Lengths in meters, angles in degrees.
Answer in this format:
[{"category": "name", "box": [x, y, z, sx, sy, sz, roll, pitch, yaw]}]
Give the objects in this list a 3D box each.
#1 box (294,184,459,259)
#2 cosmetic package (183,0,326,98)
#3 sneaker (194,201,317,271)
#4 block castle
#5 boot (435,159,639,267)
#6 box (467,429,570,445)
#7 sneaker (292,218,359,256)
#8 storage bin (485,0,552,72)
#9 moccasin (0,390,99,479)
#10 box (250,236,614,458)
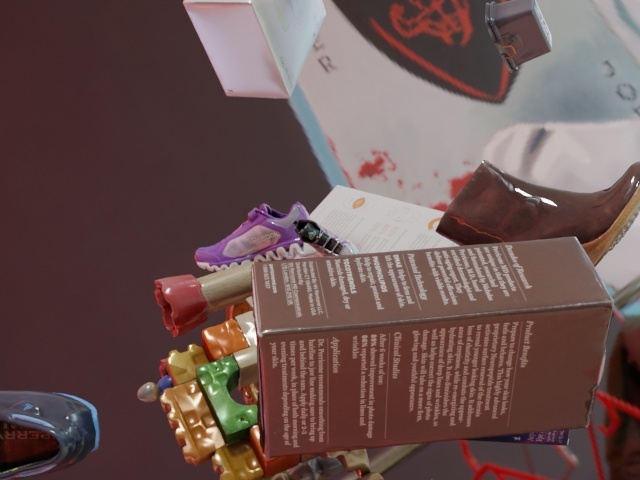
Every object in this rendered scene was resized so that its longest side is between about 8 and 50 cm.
[{"category": "box", "box": [0.133, 0.041, 2.123, 0.215, 0.345, 0.168, -48, -42, -32]}, {"category": "cosmetic package", "box": [-0.107, -0.407, 1.772, 0.224, 0.138, 0.224, 66, -142, -50]}, {"category": "sneaker", "box": [-0.114, -0.010, 1.795, 0.236, 0.104, 0.095, -13, 11, 11]}, {"category": "block castle", "box": [-0.103, 0.278, 1.400, 0.213, 0.453, 0.303, -18, -35, -20]}, {"category": "boot", "box": [0.297, -0.048, 1.327, 0.248, 0.207, 0.090, -52, -17, 7]}, {"category": "box", "box": [0.299, 0.238, 1.619, 0.207, 0.108, 0.153, 0, -48, 8]}, {"category": "sneaker", "box": [0.000, 0.000, 1.305, 0.069, 0.098, 0.038, 30, -92, -49]}, {"category": "storage bin", "box": [0.383, -0.399, 1.929, 0.091, 0.098, 0.135, -16, -49, 27]}, {"category": "moccasin", "box": [-0.428, 0.220, 1.137, 0.342, 0.137, 0.117, -11, 1, 4]}, {"category": "box", "box": [0.116, 0.118, 1.138, 0.381, 0.143, 0.191, -3, -55, -4]}]
